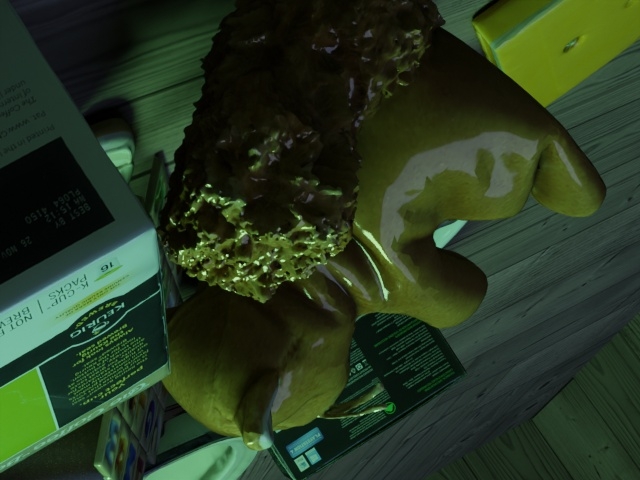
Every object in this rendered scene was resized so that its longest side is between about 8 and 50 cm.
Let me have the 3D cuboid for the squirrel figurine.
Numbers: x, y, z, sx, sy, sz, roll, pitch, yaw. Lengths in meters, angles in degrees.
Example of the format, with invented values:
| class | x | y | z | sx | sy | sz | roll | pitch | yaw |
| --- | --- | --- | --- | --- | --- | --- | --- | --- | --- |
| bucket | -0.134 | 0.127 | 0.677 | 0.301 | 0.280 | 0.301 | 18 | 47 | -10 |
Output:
| class | x | y | z | sx | sy | sz | roll | pitch | yaw |
| --- | --- | --- | --- | --- | --- | --- | --- | --- | --- |
| squirrel figurine | -0.020 | -0.025 | 1.338 | 0.370 | 0.281 | 0.397 | -50 | 146 | -3 |

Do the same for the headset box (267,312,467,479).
| class | x | y | z | sx | sy | sz | roll | pitch | yaw |
| --- | --- | --- | --- | --- | --- | --- | --- | --- | --- |
| headset box | 0.030 | 0.184 | 2.082 | 0.246 | 0.131 | 0.283 | -32 | 177 | -7 |

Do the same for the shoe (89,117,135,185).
| class | x | y | z | sx | sy | sz | roll | pitch | yaw |
| --- | --- | --- | --- | --- | --- | --- | --- | --- | --- |
| shoe | -0.192 | -0.031 | 1.430 | 0.076 | 0.058 | 0.219 | -26 | 162 | -27 |

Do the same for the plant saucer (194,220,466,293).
| class | x | y | z | sx | sy | sz | roll | pitch | yaw |
| --- | --- | --- | --- | --- | --- | --- | --- | --- | --- |
| plant saucer | 0.000 | 0.000 | 1.818 | 0.400 | 0.100 | 0.400 | -31 | 164 | -10 |

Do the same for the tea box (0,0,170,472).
| class | x | y | z | sx | sy | sz | roll | pitch | yaw |
| --- | --- | --- | --- | --- | --- | --- | --- | --- | --- |
| tea box | -0.299 | 0.044 | 1.152 | 0.329 | 0.220 | 0.323 | -30 | 162 | -15 |

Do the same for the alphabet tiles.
| class | x | y | z | sx | sy | sz | roll | pitch | yaw |
| --- | --- | --- | --- | --- | --- | --- | --- | --- | --- |
| alphabet tiles | -0.163 | 0.094 | 1.555 | 0.011 | 0.285 | 0.342 | 8 | 162 | 4 |

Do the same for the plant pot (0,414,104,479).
| class | x | y | z | sx | sy | sz | roll | pitch | yaw |
| --- | --- | --- | --- | --- | --- | --- | --- | --- | --- |
| plant pot | -0.337 | 0.193 | 1.581 | 0.230 | 0.215 | 0.215 | -6 | 153 | -24 |

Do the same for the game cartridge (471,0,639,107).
| class | x | y | z | sx | sy | sz | roll | pitch | yaw |
| --- | --- | --- | --- | --- | --- | --- | --- | --- | --- |
| game cartridge | 0.318 | -0.272 | 1.767 | 0.324 | 0.052 | 0.285 | -38 | 164 | 3 |

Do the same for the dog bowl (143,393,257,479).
| class | x | y | z | sx | sy | sz | roll | pitch | yaw |
| --- | --- | --- | --- | --- | --- | --- | --- | --- | --- |
| dog bowl | -0.282 | 0.292 | 2.016 | 0.408 | 0.150 | 0.408 | -31 | 164 | -10 |
